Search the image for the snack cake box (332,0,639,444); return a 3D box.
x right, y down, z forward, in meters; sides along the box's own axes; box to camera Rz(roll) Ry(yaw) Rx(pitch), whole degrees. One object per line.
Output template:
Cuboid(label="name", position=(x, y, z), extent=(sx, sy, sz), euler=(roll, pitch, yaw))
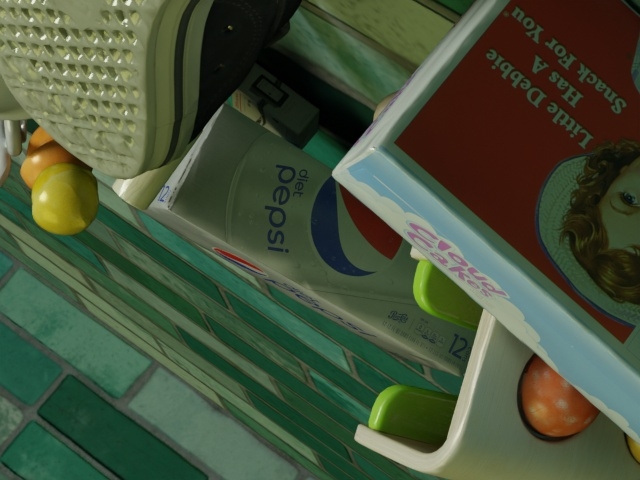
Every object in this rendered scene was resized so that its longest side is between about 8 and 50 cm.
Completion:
Cuboid(label="snack cake box", position=(0.157, -0.009, 0.895), extent=(0.264, 0.152, 0.089), euler=(41, 165, -6))

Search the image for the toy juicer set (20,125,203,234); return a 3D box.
Cuboid(label="toy juicer set", position=(-0.155, -0.106, 1.265), extent=(0.089, 0.209, 0.329), euler=(33, 169, -21))

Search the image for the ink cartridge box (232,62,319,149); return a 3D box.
Cuboid(label="ink cartridge box", position=(-0.042, -0.108, 1.342), extent=(0.083, 0.028, 0.048), euler=(37, 165, 9))

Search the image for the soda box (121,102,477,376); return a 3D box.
Cuboid(label="soda box", position=(0.000, 0.000, 1.313), extent=(0.286, 0.091, 0.098), euler=(31, 171, -26))

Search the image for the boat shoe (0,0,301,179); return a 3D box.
Cuboid(label="boat shoe", position=(-0.069, -0.202, 0.893), extent=(0.187, 0.156, 0.500), euler=(40, 155, 7))

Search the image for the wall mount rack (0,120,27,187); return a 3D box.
Cuboid(label="wall mount rack", position=(-0.313, -0.105, 1.460), extent=(0.350, 0.130, 0.304), euler=(-121, 29, -71))

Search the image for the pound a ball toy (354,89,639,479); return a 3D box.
Cuboid(label="pound a ball toy", position=(0.166, 0.054, 1.011), extent=(0.319, 0.208, 0.136), euler=(18, 178, -31))

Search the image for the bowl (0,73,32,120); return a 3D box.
Cuboid(label="bowl", position=(-0.288, -0.203, 1.172), extent=(0.298, 0.134, 0.298), euler=(19, 123, 32))
